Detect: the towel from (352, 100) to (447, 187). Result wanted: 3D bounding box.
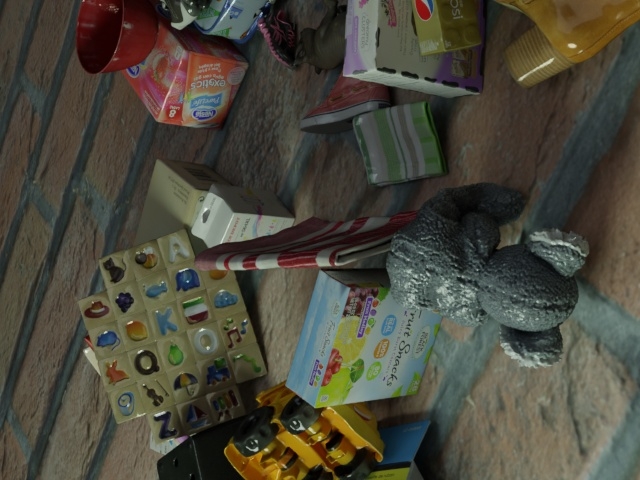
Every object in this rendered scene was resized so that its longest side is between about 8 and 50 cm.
[{"bbox_3d":[0.111,-0.137,1.484,0.152,0.023,0.113,-6,105,51],"label":"towel"}]

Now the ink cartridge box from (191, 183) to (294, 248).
[{"bbox_3d":[-0.135,-0.030,1.717,0.090,0.143,0.092,50,124,42],"label":"ink cartridge box"}]

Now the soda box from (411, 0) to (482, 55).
[{"bbox_3d":[0.150,-0.329,1.298,0.058,0.061,0.181,7,110,63],"label":"soda box"}]

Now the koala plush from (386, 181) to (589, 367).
[{"bbox_3d":[0.215,0.047,1.253,0.221,0.203,0.196,27,108,37],"label":"koala plush"}]

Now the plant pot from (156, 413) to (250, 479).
[{"bbox_3d":[-0.160,0.396,1.690,0.187,0.167,0.188,-40,56,41],"label":"plant pot"}]

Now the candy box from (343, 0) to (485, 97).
[{"bbox_3d":[0.128,-0.288,1.369,0.070,0.196,0.165,1,87,53],"label":"candy box"}]

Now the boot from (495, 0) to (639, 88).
[{"bbox_3d":[0.289,-0.353,1.265,0.211,0.104,0.295,-35,63,37],"label":"boot"}]

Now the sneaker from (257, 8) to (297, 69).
[{"bbox_3d":[-0.061,-0.344,1.741,0.057,0.047,0.119,-33,67,14],"label":"sneaker"}]

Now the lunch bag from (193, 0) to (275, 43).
[{"bbox_3d":[-0.157,-0.511,1.820,0.243,0.115,0.303,-54,47,30],"label":"lunch bag"}]

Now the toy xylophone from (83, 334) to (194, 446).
[{"bbox_3d":[-0.343,0.250,1.926,0.322,0.081,0.236,18,144,56],"label":"toy xylophone"}]

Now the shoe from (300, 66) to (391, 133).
[{"bbox_3d":[0.037,-0.219,1.588,0.178,0.063,0.081,-11,77,45],"label":"shoe"}]

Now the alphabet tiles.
[{"bbox_3d":[-0.258,0.166,1.779,0.285,0.011,0.343,-20,84,9],"label":"alphabet tiles"}]

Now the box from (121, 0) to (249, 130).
[{"bbox_3d":[-0.279,-0.351,1.930,0.300,0.142,0.154,53,126,40],"label":"box"}]

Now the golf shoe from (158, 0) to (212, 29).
[{"bbox_3d":[-0.258,-0.452,1.783,0.094,0.077,0.198,-46,49,34],"label":"golf shoe"}]

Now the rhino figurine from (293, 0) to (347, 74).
[{"bbox_3d":[0.027,-0.321,1.600,0.243,0.073,0.106,-13,73,52],"label":"rhino figurine"}]

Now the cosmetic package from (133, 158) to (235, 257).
[{"bbox_3d":[-0.262,0.022,1.900,0.160,0.113,0.310,35,113,47],"label":"cosmetic package"}]

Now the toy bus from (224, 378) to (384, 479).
[{"bbox_3d":[-0.003,0.255,1.509,0.220,0.149,0.211,-31,20,35],"label":"toy bus"}]

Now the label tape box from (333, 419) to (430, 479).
[{"bbox_3d":[0.050,0.438,1.434,0.249,0.115,0.348,-24,31,48],"label":"label tape box"}]

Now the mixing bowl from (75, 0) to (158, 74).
[{"bbox_3d":[-0.352,-0.379,1.830,0.181,0.098,0.182,-6,83,51],"label":"mixing bowl"}]

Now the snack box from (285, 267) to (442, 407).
[{"bbox_3d":[0.069,0.127,1.391,0.070,0.207,0.175,30,111,41],"label":"snack box"}]

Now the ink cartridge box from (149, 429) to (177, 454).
[{"bbox_3d":[-0.295,0.383,1.970,0.083,0.028,0.048,3,89,51],"label":"ink cartridge box"}]

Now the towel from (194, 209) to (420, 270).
[{"bbox_3d":[0.000,0.000,1.472,0.329,0.237,0.037,-4,101,51],"label":"towel"}]
